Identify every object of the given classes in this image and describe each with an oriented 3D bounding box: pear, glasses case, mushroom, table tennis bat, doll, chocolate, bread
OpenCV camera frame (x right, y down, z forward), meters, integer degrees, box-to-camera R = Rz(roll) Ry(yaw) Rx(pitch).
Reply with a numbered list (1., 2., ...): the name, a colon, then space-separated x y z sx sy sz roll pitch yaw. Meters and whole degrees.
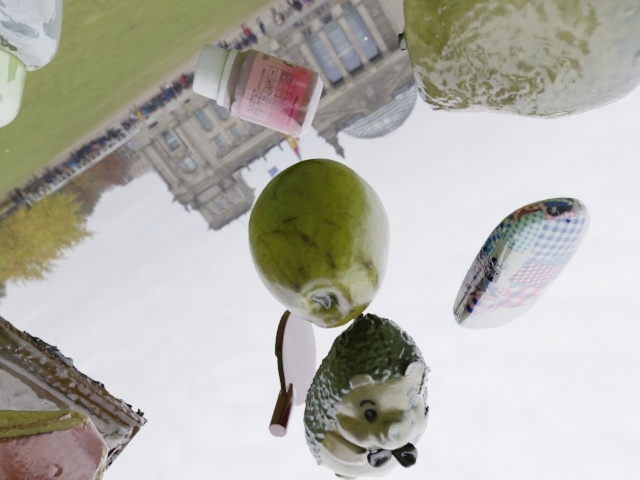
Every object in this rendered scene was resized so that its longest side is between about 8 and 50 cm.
1. pear: 0.000 0.000 0.922 0.253 0.253 0.307 -26 -140 22
2. glasses case: 0.291 0.049 0.816 0.125 0.327 0.076 -9 -123 -10
3. mushroom: 0.214 -0.225 0.569 0.218 0.292 0.212 -23 -125 -3
4. table tennis bat: -0.055 0.275 1.159 0.038 0.200 0.310 -9 -146 19
5. doll: 0.092 0.294 0.968 0.247 0.349 0.247 3 -141 -2
6. chocolate: -0.354 0.169 0.644 0.102 0.329 0.065 -51 -156 -16
7. bread: -0.260 0.217 0.499 0.119 0.192 0.067 -33 -164 -25

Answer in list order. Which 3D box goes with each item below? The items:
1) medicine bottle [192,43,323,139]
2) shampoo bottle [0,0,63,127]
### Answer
1. medicine bottle: -0.127 -0.312 1.108 0.147 0.247 0.147 -162 -90 -81
2. shampoo bottle: -0.446 -0.290 0.566 0.323 0.317 0.322 6 180 0
